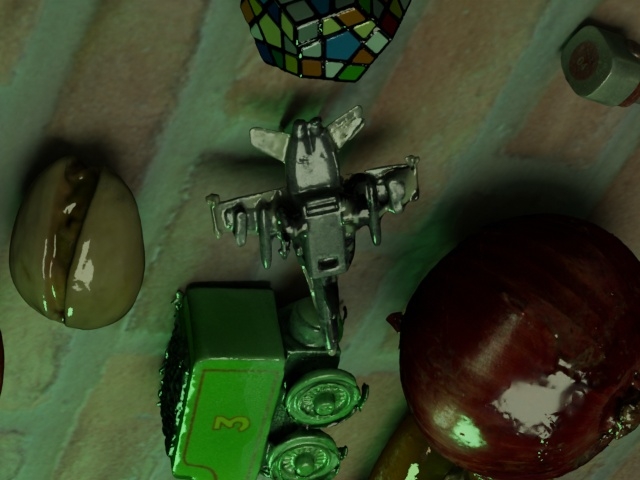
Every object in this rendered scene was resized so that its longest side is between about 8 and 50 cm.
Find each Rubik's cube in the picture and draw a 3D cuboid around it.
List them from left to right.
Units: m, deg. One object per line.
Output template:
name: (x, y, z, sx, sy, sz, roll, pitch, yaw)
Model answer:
Rubik's cube: (0.004, -0.186, 1.228, 0.133, 0.112, 0.133, -8, 138, -7)

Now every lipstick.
lipstick: (0.305, -0.143, 1.421, 0.186, 0.063, 0.057, 11, 133, -37)

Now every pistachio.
pistachio: (-0.210, 0.006, 1.375, 0.125, 0.124, 0.184, 0, 130, -18)

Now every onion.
onion: (0.210, 0.107, 1.520, 0.276, 0.276, 0.276, -9, 139, -8)

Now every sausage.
sausage: (0.104, 0.272, 1.785, 0.098, 0.098, 0.238, 3, 136, -21)

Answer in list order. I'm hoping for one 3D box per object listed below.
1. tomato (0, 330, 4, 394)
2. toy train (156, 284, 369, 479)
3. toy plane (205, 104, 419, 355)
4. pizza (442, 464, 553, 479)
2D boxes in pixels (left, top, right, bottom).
tomato: (-0.359, 0.083, 1.426, 0.189, 0.099, 0.173, 32, 149, 5)
toy train: (-0.064, 0.152, 1.573, 0.188, 0.132, 0.243, 1, 134, -13)
toy plane: (0.002, 0.005, 1.403, 0.192, 0.088, 0.262, -12, 116, -7)
pizza: (0.177, 0.297, 1.746, 0.258, 0.087, 0.268, -37, 159, -41)
